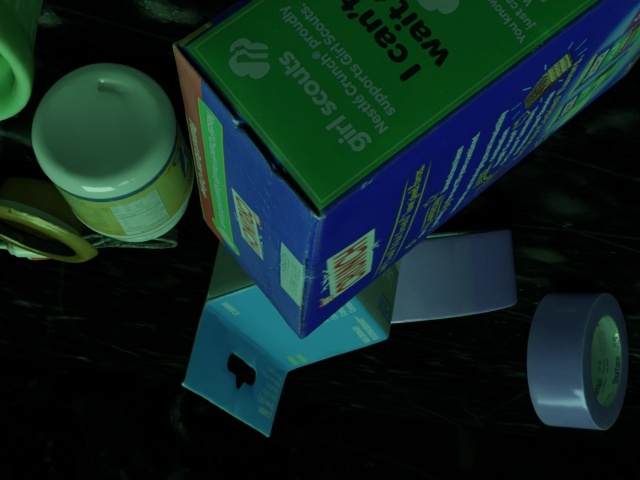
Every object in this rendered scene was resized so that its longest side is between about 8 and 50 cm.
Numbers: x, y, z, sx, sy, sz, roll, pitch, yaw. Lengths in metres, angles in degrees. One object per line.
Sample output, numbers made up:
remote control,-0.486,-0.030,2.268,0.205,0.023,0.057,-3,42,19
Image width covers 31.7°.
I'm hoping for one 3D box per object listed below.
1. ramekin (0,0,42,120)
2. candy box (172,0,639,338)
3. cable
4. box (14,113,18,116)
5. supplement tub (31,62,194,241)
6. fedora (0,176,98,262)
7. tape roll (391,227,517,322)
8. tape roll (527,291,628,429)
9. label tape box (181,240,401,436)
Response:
ramekin,-0.352,-0.217,0.857,0.303,0.148,0.303,10,163,3
candy box,0.077,-0.104,0.677,0.122,0.317,0.268,48,166,10
cable,-0.348,0.010,1.711,0.287,0.072,0.139,8,161,12
box,-0.389,-0.184,1.195,0.116,0.029,0.162,12,162,0
supplement tub,-0.213,-0.085,1.200,0.144,0.144,0.200,10,163,5
fedora,-0.397,-0.036,1.585,0.194,0.079,0.194,16,161,6
tape roll,0.091,0.040,1.331,0.274,0.090,0.275,-4,-178,0
tape roll,0.360,0.166,1.568,0.080,0.189,0.189,0,160,33
label tape box,0.000,0.000,1.014,0.105,0.334,0.240,6,162,17
